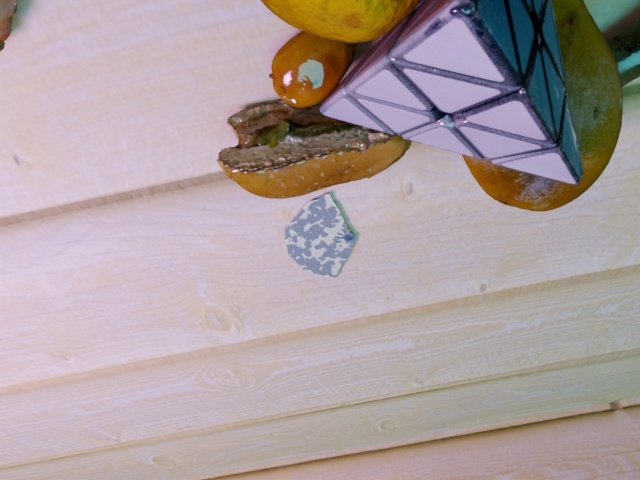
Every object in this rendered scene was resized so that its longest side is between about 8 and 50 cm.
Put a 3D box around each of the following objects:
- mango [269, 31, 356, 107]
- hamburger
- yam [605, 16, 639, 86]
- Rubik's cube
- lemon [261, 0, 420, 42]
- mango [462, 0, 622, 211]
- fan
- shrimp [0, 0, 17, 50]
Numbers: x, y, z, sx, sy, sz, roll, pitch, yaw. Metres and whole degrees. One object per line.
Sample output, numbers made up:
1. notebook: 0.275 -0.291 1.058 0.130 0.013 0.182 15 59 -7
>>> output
1. mango: -0.009 -0.215 0.583 0.114 0.060 0.080 -23 125 18
2. hamburger: -0.002 -0.122 0.645 0.261 0.124 0.131 -10 142 2
3. yam: 0.382 -0.227 0.636 0.071 0.067 0.317 14 137 -41
4. Rubik's cube: 0.144 -0.184 0.466 0.228 0.228 0.233 -16 142 -15
5. lemon: 0.012 -0.266 0.419 0.170 0.207 0.170 -41 158 -21
6. mango: 0.255 -0.182 0.578 0.192 0.146 0.316 -8 119 22
7. fan: 0.000 0.000 0.877 0.131 0.009 0.240 -7 140 -1
8. shrimp: -0.346 -0.287 0.435 0.154 0.062 0.294 31 128 -30
